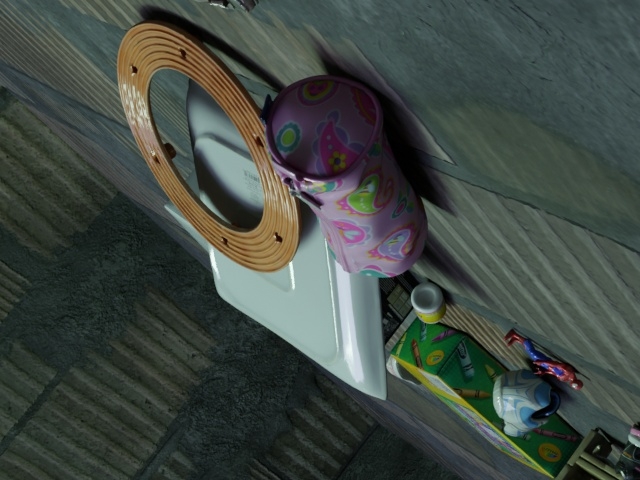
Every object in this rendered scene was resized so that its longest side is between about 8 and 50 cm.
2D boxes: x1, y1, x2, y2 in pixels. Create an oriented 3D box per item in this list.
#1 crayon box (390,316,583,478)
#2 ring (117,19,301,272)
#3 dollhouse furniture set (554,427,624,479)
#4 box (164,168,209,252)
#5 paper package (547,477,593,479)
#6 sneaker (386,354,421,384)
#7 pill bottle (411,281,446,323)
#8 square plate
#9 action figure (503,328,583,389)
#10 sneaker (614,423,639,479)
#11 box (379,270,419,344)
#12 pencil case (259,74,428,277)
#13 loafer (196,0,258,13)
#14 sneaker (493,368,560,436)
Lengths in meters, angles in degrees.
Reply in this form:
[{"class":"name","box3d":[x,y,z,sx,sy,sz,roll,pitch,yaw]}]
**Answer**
[{"class":"crayon box","box3d":[0.255,0.241,2.136,0.278,0.081,0.165,41,171,-21]},{"class":"ring","box3d":[-0.129,-0.112,1.643,0.337,0.032,0.336,39,149,29]},{"class":"dollhouse furniture set","box3d":[0.433,0.380,1.971,0.129,0.129,0.183,30,169,44]},{"class":"box","box3d":[-0.132,-0.043,2.079,0.091,0.130,0.170,34,170,32]},{"class":"paper package","box3d":[0.377,0.548,2.175,0.168,0.325,0.309,46,-165,-27]},{"class":"sneaker","box3d":[0.148,0.234,2.634,0.070,0.051,0.134,27,171,32]},{"class":"pill bottle","box3d":[0.150,0.089,1.894,0.043,0.043,0.083,35,171,20]},{"class":"square plate","box3d":[-0.055,0.002,1.731,0.347,0.049,0.344,30,139,42]},{"class":"action figure","box3d":[0.284,0.155,1.750,0.115,0.030,0.038,31,164,28]},{"class":"sneaker","box3d":[0.429,0.307,1.781,0.178,0.077,0.072,43,171,-33]},{"class":"box","box3d":[0.041,0.071,1.908,0.077,0.147,0.180,31,169,42]},{"class":"pencil case","box3d":[0.029,-0.057,1.383,0.124,0.124,0.284,35,172,24]},{"class":"loafer","box3d":[-0.113,-0.238,1.283,0.125,0.039,0.045,35,170,24]},{"class":"sneaker","box3d":[0.298,0.234,1.950,0.086,0.085,0.237,8,169,16]}]
